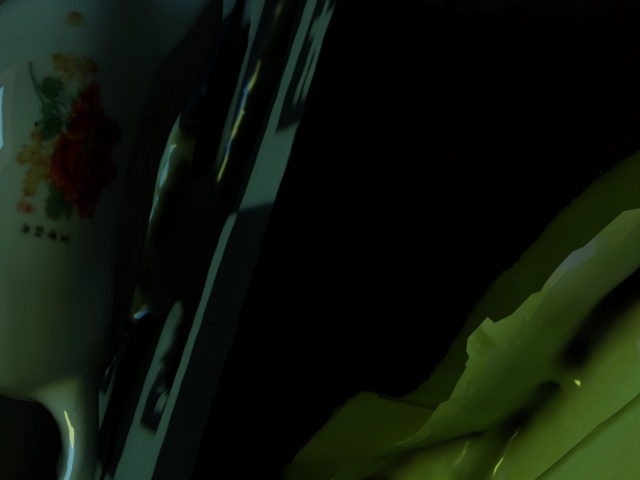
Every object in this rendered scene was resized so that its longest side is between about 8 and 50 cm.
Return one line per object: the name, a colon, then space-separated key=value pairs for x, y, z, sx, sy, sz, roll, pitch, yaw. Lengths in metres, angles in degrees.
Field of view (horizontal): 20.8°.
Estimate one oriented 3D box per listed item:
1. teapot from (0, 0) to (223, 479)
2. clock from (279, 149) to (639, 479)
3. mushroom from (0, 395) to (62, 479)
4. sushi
teapot: x=-0.096 y=-0.009 z=0.598 sx=0.145 sy=0.092 sz=0.226 roll=90 pitch=-171 yaw=-75
clock: x=0.086 y=0.108 z=0.284 sx=0.277 sy=0.071 sz=0.293 roll=-43 pitch=40 yaw=46
mushroom: x=-0.300 y=0.114 z=0.810 sx=0.362 sy=0.294 sz=0.362 roll=-33 pitch=9 yaw=6
sushi: x=0.000 y=0.000 z=0.607 sx=0.373 sy=0.100 sz=0.296 roll=163 pitch=125 yaw=-77
